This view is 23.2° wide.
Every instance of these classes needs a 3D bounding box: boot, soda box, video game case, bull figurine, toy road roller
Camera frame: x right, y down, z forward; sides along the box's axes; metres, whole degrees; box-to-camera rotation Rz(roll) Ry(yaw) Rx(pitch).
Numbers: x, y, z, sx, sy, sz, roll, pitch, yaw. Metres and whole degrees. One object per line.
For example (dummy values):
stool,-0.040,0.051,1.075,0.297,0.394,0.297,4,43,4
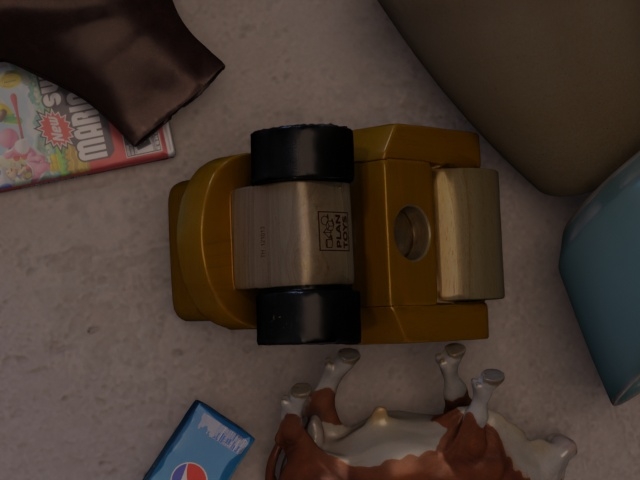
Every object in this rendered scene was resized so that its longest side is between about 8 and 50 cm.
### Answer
boot,-0.241,-0.171,1.478,0.248,0.090,0.207,-38,90,-12
soda box,-0.149,0.259,1.500,0.067,0.071,0.210,34,83,-5
video game case,-0.301,-0.153,1.528,0.285,0.025,0.204,-12,88,-8
bull figurine,0.099,0.198,1.500,0.310,0.101,0.188,-6,116,-2
toy road roller,0.000,0.000,1.498,0.329,0.240,0.202,1,85,-45

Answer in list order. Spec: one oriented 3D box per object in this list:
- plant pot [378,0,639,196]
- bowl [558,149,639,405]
plant pot,0.215,-0.188,1.495,0.256,0.256,0.274,-32,114,-8
bowl,0.351,-0.001,1.489,0.311,0.311,0.163,-36,74,-8
